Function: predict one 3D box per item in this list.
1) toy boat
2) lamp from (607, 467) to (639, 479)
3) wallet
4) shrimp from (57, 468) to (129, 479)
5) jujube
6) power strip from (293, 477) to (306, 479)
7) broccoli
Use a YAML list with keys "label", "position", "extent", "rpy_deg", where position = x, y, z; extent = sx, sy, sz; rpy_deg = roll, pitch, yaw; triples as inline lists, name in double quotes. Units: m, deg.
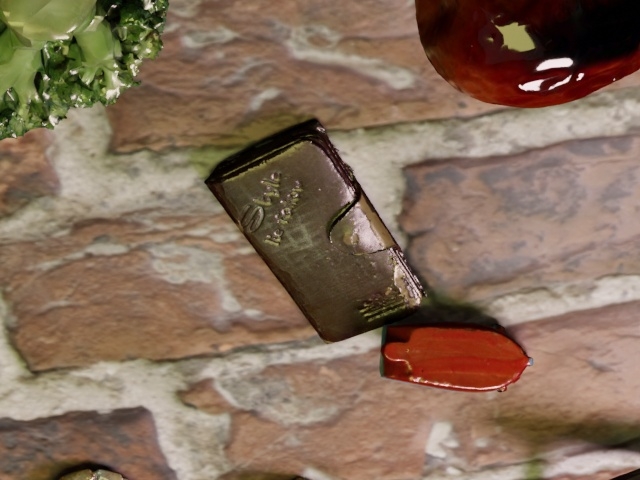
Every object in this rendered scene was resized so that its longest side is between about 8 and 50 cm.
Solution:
- label: "toy boat"
  position: [0.131, 0.113, 1.629]
  extent: [0.172, 0.059, 0.069]
  rpy_deg: [4, 87, -18]
- label: "lamp"
  position: [0.312, 0.330, 1.781]
  extent: [0.203, 0.124, 0.283]
  rpy_deg: [-15, 125, -14]
- label: "wallet"
  position: [0.000, 0.000, 1.566]
  extent: [0.122, 0.031, 0.232]
  rpy_deg: [-23, 123, 18]
- label: "shrimp"
  position: [-0.214, 0.311, 1.788]
  extent: [0.101, 0.042, 0.190]
  rpy_deg: [-33, 119, 13]
- label: "jujube"
  position: [0.193, -0.193, 1.355]
  extent: [0.236, 0.168, 0.168]
  rpy_deg: [-5, 128, -18]
- label: "power strip"
  position: [0.067, 0.325, 1.800]
  extent: [0.305, 0.044, 0.064]
  rpy_deg: [24, 123, -19]
- label: "broccoli"
  position: [-0.235, -0.197, 1.278]
  extent: [0.269, 0.270, 0.270]
  rpy_deg: [-4, 104, -18]
